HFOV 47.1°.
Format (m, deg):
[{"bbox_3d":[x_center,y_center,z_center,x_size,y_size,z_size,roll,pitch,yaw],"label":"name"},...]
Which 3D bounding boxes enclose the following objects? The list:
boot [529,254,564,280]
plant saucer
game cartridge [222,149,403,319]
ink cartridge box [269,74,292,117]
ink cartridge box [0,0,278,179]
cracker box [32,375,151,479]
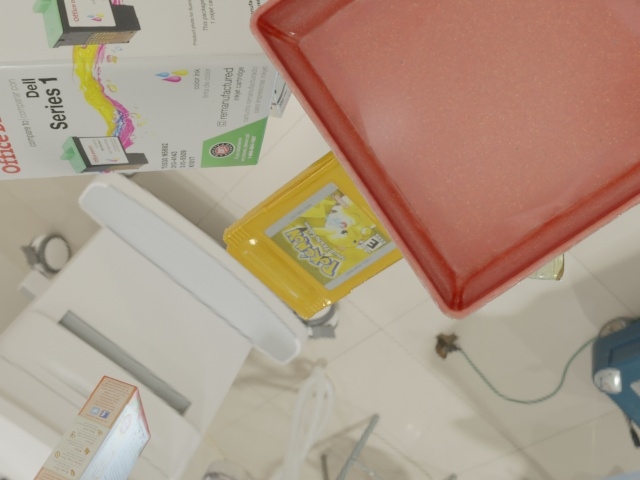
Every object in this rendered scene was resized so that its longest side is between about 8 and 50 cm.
[{"bbox_3d":[0.346,-0.030,1.323,0.164,0.213,0.077,-2,160,10],"label":"boot"},{"bbox_3d":[0.124,-0.120,0.506,0.258,0.048,0.259,-34,79,4],"label":"plant saucer"},{"bbox_3d":[0.000,0.000,1.513,0.323,0.053,0.285,-36,119,21],"label":"game cartridge"},{"bbox_3d":[-0.102,-0.337,1.547,0.056,0.099,0.135,16,161,15],"label":"ink cartridge box"},{"bbox_3d":[-0.192,-0.157,0.693,0.277,0.117,0.201,-5,159,-14],"label":"ink cartridge box"},{"bbox_3d":[-0.353,0.347,1.123,0.067,0.232,0.156,15,137,12],"label":"cracker box"}]
